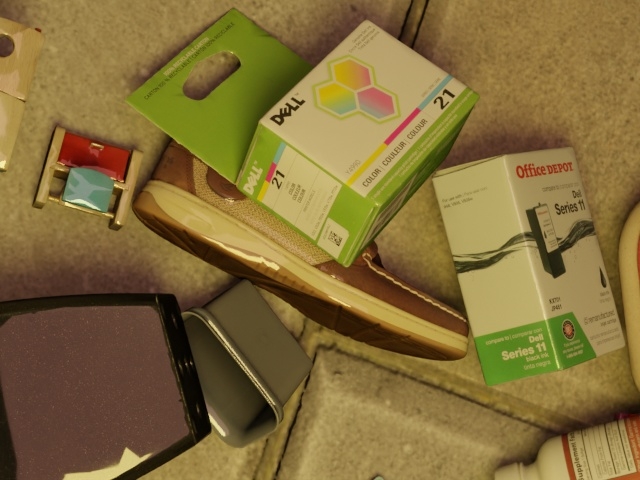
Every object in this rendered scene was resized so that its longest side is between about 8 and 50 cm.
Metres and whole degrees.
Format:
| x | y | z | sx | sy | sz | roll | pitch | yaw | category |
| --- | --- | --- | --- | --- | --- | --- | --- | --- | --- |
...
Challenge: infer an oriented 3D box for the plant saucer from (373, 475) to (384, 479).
| x | y | z | sx | sy | sz | roll | pitch | yaw | category |
| --- | --- | --- | --- | --- | --- | --- | --- | --- | --- |
| 0.001 | 0.304 | 1.536 | 0.192 | 0.018 | 0.067 | -37 | 95 | -18 | plant saucer |

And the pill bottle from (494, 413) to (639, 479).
| x | y | z | sx | sy | sz | roll | pitch | yaw | category |
| --- | --- | --- | --- | --- | --- | --- | --- | --- | --- |
| 0.280 | 0.233 | 1.547 | 0.216 | 0.121 | 0.121 | -17 | 88 | 10 | pill bottle |

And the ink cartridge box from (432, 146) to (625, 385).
| x | y | z | sx | sy | sz | roll | pitch | yaw | category |
| --- | --- | --- | --- | --- | --- | --- | --- | --- | --- |
| 0.200 | 0.020 | 1.568 | 0.153 | 0.086 | 0.208 | -11 | 85 | -55 | ink cartridge box |

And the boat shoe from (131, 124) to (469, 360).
| x | y | z | sx | sy | sz | roll | pitch | yaw | category |
| --- | --- | --- | --- | --- | --- | --- | --- | --- | --- |
| 0.000 | 0.000 | 1.526 | 0.342 | 0.123 | 0.123 | 27 | 76 | -6 | boat shoe |

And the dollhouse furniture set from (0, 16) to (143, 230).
| x | y | z | sx | sy | sz | roll | pitch | yaw | category |
| --- | --- | --- | --- | --- | --- | --- | --- | --- | --- |
| -0.241 | -0.103 | 1.453 | 0.183 | 0.129 | 0.129 | 17 | 78 | -14 | dollhouse furniture set |

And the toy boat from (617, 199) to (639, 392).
| x | y | z | sx | sy | sz | roll | pitch | yaw | category |
| --- | --- | --- | --- | --- | --- | --- | --- | --- | --- |
| 0.386 | 0.053 | 1.605 | 0.151 | 0.151 | 0.231 | 0 | 82 | -53 | toy boat |

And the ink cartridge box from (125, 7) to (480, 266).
| x | y | z | sx | sy | sz | roll | pitch | yaw | category |
| --- | --- | --- | --- | --- | --- | --- | --- | --- | --- |
| -0.017 | -0.125 | 1.480 | 0.255 | 0.097 | 0.189 | 36 | 50 | 8 | ink cartridge box |

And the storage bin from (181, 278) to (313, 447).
| x | y | z | sx | sy | sz | roll | pitch | yaw | category |
| --- | --- | --- | --- | --- | --- | --- | --- | --- | --- |
| -0.077 | 0.108 | 1.506 | 0.135 | 0.098 | 0.091 | 53 | 44 | -4 | storage bin |

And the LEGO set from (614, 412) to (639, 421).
| x | y | z | sx | sy | sz | roll | pitch | yaw | category |
| --- | --- | --- | --- | --- | --- | --- | --- | --- | --- |
| 0.412 | 0.232 | 1.637 | 0.227 | 0.093 | 0.087 | 12 | 79 | -16 | LEGO set |

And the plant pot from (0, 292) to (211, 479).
| x | y | z | sx | sy | sz | roll | pitch | yaw | category |
| --- | --- | --- | --- | --- | --- | --- | --- | --- | --- |
| -0.191 | 0.126 | 1.382 | 0.167 | 0.188 | 0.188 | -16 | 87 | 3 | plant pot |
